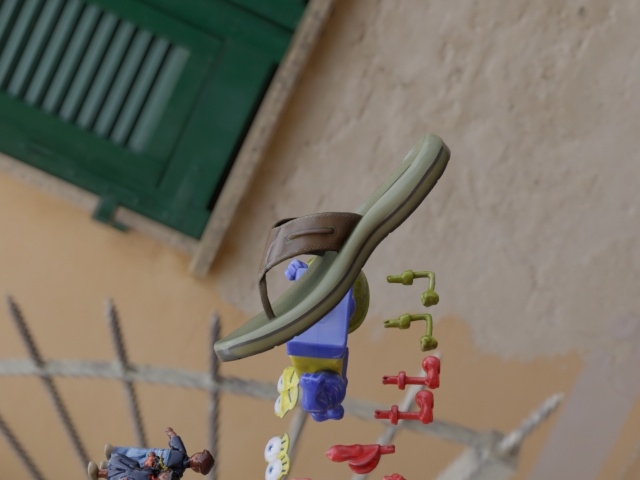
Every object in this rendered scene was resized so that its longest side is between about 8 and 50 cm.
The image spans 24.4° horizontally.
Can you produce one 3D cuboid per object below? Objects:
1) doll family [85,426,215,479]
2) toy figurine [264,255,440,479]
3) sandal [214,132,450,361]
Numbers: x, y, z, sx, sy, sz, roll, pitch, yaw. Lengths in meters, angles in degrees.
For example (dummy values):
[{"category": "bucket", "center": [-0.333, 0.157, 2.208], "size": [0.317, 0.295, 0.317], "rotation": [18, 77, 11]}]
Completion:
[{"category": "doll family", "center": [-0.167, 0.256, 1.434], "size": [0.076, 0.111, 0.193], "rotation": [69, -160, -53]}, {"category": "toy figurine", "center": [0.034, 0.094, 1.656], "size": [0.217, 0.191, 0.363], "rotation": [81, -166, -48]}, {"category": "sandal", "center": [0.000, -0.001, 1.394], "size": [0.303, 0.086, 0.120], "rotation": [-48, 10, -17]}]
